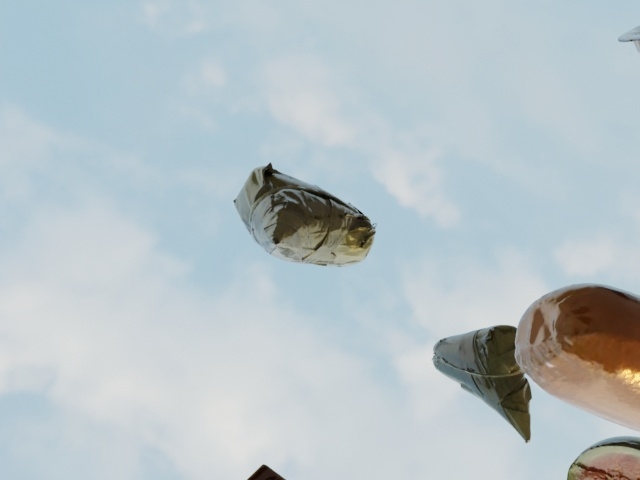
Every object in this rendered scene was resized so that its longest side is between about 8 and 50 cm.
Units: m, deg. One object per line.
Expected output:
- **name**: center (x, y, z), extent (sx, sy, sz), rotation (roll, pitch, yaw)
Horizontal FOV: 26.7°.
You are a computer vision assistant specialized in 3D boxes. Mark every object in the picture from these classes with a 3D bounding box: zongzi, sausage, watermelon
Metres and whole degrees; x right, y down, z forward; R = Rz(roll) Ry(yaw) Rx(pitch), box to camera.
- **zongzi**: center (0.168, 0.168, 1.501), extent (0.062, 0.154, 0.131), rotation (-6, -98, -39)
- **zongzi**: center (0.000, 0.000, 0.948), extent (0.109, 0.055, 0.119), rotation (22, -165, -22)
- **sausage**: center (0.266, 0.103, 1.048), extent (0.274, 0.105, 0.105), rotation (21, -136, -33)
- **watermelon**: center (0.350, 0.250, 1.503), extent (0.163, 0.069, 0.087), rotation (4, -125, 33)

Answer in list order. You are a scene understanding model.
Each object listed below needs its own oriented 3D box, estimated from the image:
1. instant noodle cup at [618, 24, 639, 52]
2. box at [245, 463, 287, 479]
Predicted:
- **instant noodle cup**: center (0.443, -0.200, 1.346), extent (0.274, 0.274, 0.091), rotation (-26, -78, -39)
- **box**: center (0.010, 0.253, 0.762), extent (0.239, 0.074, 0.153), rotation (33, -138, 20)
